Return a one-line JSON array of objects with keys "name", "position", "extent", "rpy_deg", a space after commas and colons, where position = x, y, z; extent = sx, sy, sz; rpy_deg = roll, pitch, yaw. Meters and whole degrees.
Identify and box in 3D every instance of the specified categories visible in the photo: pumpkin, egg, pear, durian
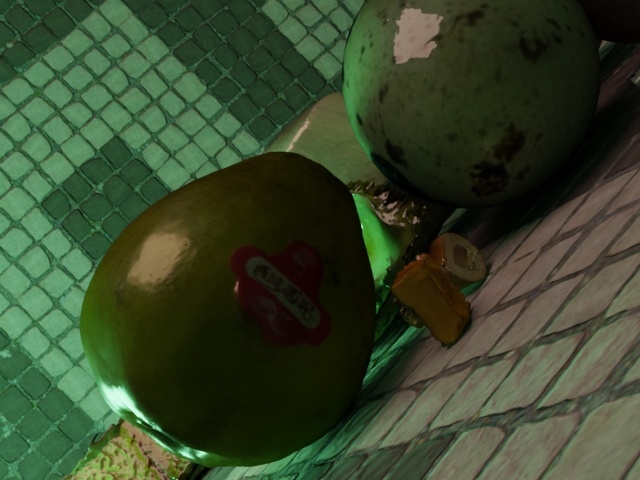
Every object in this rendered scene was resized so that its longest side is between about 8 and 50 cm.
[{"name": "pumpkin", "position": [0.097, 0.056, 1.049], "extent": [0.054, 0.074, 0.083], "rpy_deg": [-40, 2, 10]}, {"name": "egg", "position": [0.163, -0.178, 1.293], "extent": [0.287, 0.287, 0.379], "rpy_deg": [-43, 12, 26]}, {"name": "pear", "position": [-0.073, 0.056, 1.169], "extent": [0.287, 0.287, 0.375], "rpy_deg": [-40, 20, 51]}, {"name": "durian", "position": [0.018, 0.050, 1.347], "extent": [0.198, 0.163, 0.394], "rpy_deg": [-53, 6, -36]}]

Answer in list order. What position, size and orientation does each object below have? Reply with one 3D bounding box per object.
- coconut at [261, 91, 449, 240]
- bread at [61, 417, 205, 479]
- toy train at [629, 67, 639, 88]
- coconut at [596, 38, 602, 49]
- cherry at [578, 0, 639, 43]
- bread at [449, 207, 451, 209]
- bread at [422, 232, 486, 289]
[{"name": "coconut", "position": [0.037, -0.075, 1.547], "extent": [0.237, 0.265, 0.237], "rpy_deg": [14, -90, -72]}, {"name": "bread", "position": [-0.230, 0.314, 1.637], "extent": [0.266, 0.178, 0.142], "rpy_deg": [-43, -29, -13]}, {"name": "toy train", "position": [0.388, -0.218, 1.130], "extent": [0.207, 0.047, 0.043], "rpy_deg": [-45, 4, 15]}, {"name": "coconut", "position": [0.232, -0.371, 1.737], "extent": [0.344, 0.415, 0.415], "rpy_deg": [-12, -7, -17]}, {"name": "cherry", "position": [0.378, -0.324, 1.343], "extent": [0.239, 0.206, 0.239], "rpy_deg": [-39, -29, -27]}, {"name": "bread", "position": [0.104, -0.014, 1.779], "extent": [0.361, 0.077, 0.138], "rpy_deg": [-43, 3, 23]}, {"name": "bread", "position": [0.135, 0.022, 1.174], "extent": [0.103, 0.049, 0.062], "rpy_deg": [146, 145, -69]}]
